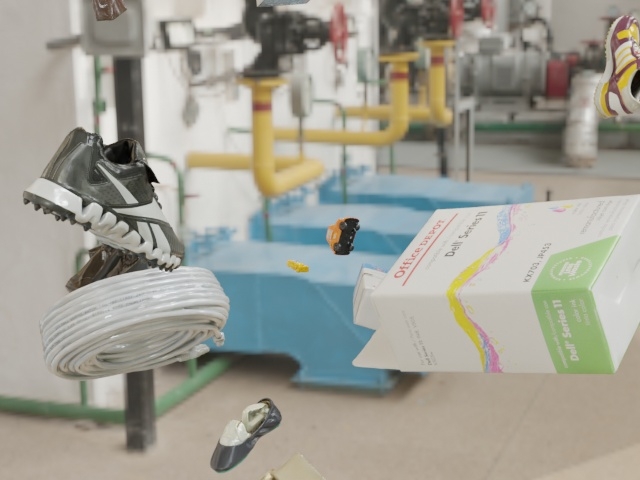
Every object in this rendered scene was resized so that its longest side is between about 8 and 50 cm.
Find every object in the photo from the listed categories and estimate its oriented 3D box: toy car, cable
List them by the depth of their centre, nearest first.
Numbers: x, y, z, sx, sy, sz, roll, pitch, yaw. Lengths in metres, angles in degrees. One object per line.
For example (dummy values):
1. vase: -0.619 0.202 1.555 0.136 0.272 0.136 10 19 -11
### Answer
1. cable: -0.248 0.109 1.593 0.257 0.089 0.257 -13 -17 -17
2. toy car: 0.000 0.000 1.653 0.122 0.060 0.040 -19 33 -39

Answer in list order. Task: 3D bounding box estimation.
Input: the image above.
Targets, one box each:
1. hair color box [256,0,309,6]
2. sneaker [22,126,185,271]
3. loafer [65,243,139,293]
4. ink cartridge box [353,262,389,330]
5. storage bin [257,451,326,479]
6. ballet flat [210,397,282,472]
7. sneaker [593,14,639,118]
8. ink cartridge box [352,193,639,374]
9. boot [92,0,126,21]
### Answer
1. hair color box: -0.038 -0.303 1.082 0.053 0.167 0.093 -5 5 -9
2. sneaker: -0.190 -0.042 1.172 0.078 0.106 0.234 20 -9 30
3. loafer: -0.394 0.026 2.193 0.078 0.080 0.220 25 56 16
4. ink cartridge box: 0.138 0.119 2.308 0.139 0.082 0.191 17 14 -2
5. storage bin: 0.010 0.460 1.652 0.123 0.260 0.262 -37 65 -25
6. ballet flat: -0.145 0.357 2.231 0.074 0.074 0.203 7 26 33
7. sneaker: 0.497 -0.279 1.888 0.083 0.186 0.069 -4 -26 46
8. ink cartridge box: 0.205 0.054 1.430 0.353 0.119 0.207 -4 30 36
9. boot: -0.341 -0.429 1.986 0.106 0.114 0.037 -20 -2 8
